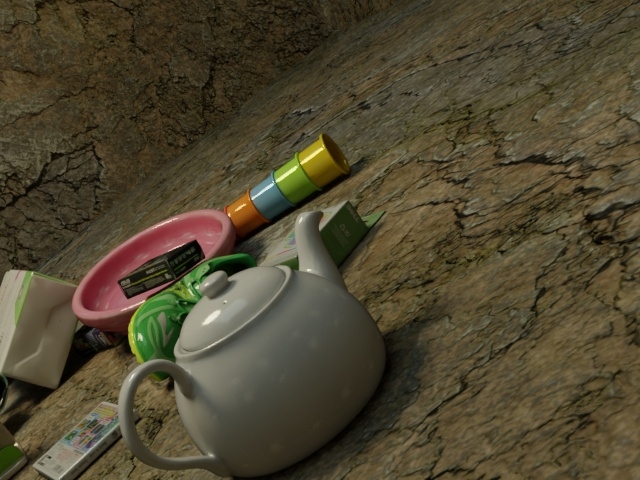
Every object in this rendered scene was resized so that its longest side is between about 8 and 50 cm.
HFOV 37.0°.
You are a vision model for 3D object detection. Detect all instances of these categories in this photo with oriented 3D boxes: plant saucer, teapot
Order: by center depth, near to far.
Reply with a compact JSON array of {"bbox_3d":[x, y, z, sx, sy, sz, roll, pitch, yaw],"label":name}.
[{"bbox_3d":[-0.069,0.117,1.026,0.252,0.187,0.256,-33,16,11],"label":"teapot"},{"bbox_3d":[-0.297,0.066,1.773,0.332,0.084,0.332,-22,25,11],"label":"plant saucer"}]

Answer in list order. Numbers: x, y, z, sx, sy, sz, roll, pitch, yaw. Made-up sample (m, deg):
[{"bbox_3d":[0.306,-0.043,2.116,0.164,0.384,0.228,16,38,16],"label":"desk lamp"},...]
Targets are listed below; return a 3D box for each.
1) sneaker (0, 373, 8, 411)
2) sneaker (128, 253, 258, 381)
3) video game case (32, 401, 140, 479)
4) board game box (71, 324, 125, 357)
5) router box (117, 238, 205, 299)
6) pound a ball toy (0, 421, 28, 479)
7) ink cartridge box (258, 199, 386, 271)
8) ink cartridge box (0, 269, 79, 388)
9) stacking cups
[{"bbox_3d":[-0.655,0.340,1.711,0.151,0.094,0.256,-17,42,52],"label":"sneaker"},{"bbox_3d":[-0.195,0.101,1.489,0.123,0.109,0.295,-29,16,37],"label":"sneaker"},{"bbox_3d":[-0.346,0.296,1.403,0.143,0.019,0.157,-43,16,-25],"label":"video game case"},{"bbox_3d":[-0.405,0.153,1.903,0.141,0.048,0.170,-22,20,44],"label":"board game box"},{"bbox_3d":[-0.263,0.048,1.587,0.122,0.038,0.092,-22,10,34],"label":"router box"},{"bbox_3d":[-0.623,0.338,1.511,0.319,0.208,0.135,-41,16,-18],"label":"pound a ball toy"},{"bbox_3d":[0.000,0.000,1.462,0.109,0.062,0.209,-20,21,47],"label":"ink cartridge box"},{"bbox_3d":[-0.596,0.173,1.957,0.353,0.119,0.207,0,72,64],"label":"ink cartridge box"},{"bbox_3d":[-0.094,-0.083,1.877,0.316,0.096,0.096,-34,15,15],"label":"stacking cups"}]
